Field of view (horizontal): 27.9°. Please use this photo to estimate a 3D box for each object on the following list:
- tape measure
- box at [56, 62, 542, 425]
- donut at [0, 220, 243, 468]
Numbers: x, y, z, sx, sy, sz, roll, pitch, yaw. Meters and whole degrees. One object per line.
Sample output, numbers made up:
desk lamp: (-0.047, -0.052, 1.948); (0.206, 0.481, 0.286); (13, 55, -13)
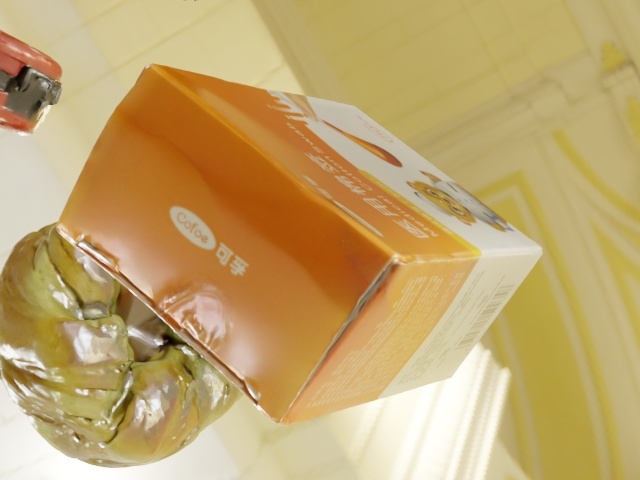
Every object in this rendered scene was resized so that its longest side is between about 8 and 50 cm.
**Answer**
tape measure: (-0.436, -0.216, 1.556); (0.253, 0.260, 0.114); (27, -90, 45)
box: (0.000, 0.000, 0.958); (0.143, 0.225, 0.341); (-56, 160, 14)
donut: (-0.250, 0.122, 1.674); (0.170, 0.360, 0.360); (-16, -162, 37)
